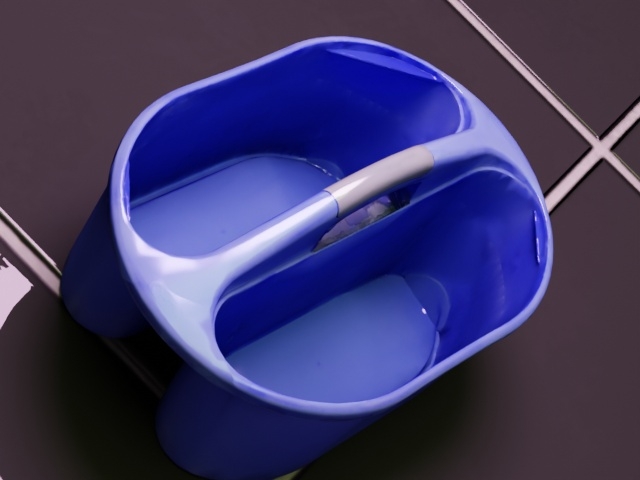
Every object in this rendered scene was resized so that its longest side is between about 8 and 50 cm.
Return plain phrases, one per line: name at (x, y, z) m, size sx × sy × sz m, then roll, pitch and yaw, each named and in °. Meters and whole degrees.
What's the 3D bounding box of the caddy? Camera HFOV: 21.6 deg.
caddy at (0.000, 0.000, 1.088) m, size 0.341 × 0.179 × 0.241 m, roll -27°, pitch 77°, yaw -42°
